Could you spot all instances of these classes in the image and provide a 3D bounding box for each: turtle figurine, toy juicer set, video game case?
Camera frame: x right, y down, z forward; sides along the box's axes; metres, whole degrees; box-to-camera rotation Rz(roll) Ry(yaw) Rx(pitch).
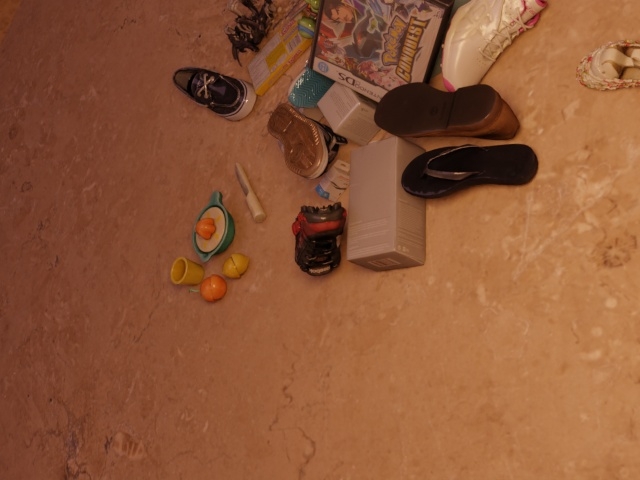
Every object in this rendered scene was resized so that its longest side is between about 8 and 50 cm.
[{"bbox_3d":[-0.009,-0.592,1.934,0.266,0.198,0.274,-52,38,11],"label":"turtle figurine"},{"bbox_3d":[-0.236,-0.010,2.086,0.209,0.090,0.328,37,103,47],"label":"toy juicer set"},{"bbox_3d":[0.106,-0.390,1.693,0.248,0.035,0.274,29,141,13],"label":"video game case"}]

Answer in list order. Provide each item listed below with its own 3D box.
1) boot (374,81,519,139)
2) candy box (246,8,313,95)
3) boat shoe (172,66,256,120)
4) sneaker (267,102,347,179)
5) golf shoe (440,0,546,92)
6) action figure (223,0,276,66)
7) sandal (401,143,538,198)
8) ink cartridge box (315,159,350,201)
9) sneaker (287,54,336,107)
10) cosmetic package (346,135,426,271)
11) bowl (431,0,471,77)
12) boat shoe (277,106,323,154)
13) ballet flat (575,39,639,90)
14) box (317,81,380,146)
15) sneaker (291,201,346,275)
[{"bbox_3d":[0.228,-0.224,1.649,0.305,0.115,0.112,12,80,48],"label":"boot"},{"bbox_3d":[-0.098,-0.452,2.140,0.206,0.027,0.105,-41,47,29],"label":"candy box"},{"bbox_3d":[-0.277,-0.384,2.248,0.301,0.102,0.108,32,100,47],"label":"boat shoe"},{"bbox_3d":[-0.003,-0.184,1.836,0.099,0.153,0.282,-52,32,13],"label":"sneaker"},{"bbox_3d":[0.324,-0.403,1.621,0.140,0.115,0.306,29,99,44],"label":"golf shoe"},{"bbox_3d":[-0.171,-0.572,2.176,0.275,0.141,0.164,-56,30,16],"label":"action figure"},{"bbox_3d":[0.259,-0.137,1.593,0.255,0.054,0.097,-8,63,30],"label":"sandal"},{"bbox_3d":[0.034,-0.126,1.872,0.083,0.048,0.028,-52,46,21],"label":"ink cartridge box"},{"bbox_3d":[0.002,-0.361,1.918,0.092,0.087,0.228,2,42,50],"label":"sneaker"},{"bbox_3d":[0.128,-0.070,1.718,0.127,0.107,0.237,-11,66,43],"label":"cosmetic package"},{"bbox_3d":[0.160,-0.484,1.782,0.312,0.163,0.311,-17,66,42],"label":"bowl"},{"bbox_3d":[-0.040,-0.277,1.999,0.063,0.066,0.184,51,124,42],"label":"boat shoe"},{"bbox_3d":[0.503,-0.287,1.416,0.241,0.077,0.091,8,84,48],"label":"ballet flat"},{"bbox_3d":[0.068,-0.269,1.847,0.087,0.102,0.101,-47,48,23],"label":"box"},{"bbox_3d":[0.000,0.000,1.767,0.276,0.098,0.135,131,134,-78],"label":"sneaker"}]
